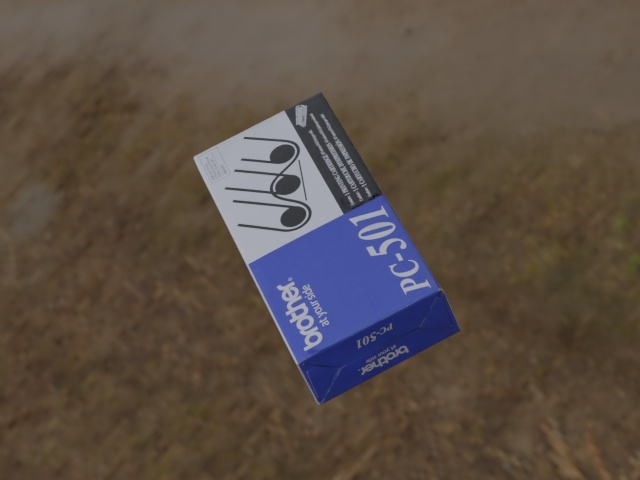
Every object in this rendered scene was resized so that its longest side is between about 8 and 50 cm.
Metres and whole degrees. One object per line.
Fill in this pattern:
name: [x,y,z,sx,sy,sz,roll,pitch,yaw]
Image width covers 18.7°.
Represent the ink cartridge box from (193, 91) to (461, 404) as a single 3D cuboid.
ink cartridge box: [0.000,0.000,1.210,0.097,0.046,0.207,-27,45,-1]
